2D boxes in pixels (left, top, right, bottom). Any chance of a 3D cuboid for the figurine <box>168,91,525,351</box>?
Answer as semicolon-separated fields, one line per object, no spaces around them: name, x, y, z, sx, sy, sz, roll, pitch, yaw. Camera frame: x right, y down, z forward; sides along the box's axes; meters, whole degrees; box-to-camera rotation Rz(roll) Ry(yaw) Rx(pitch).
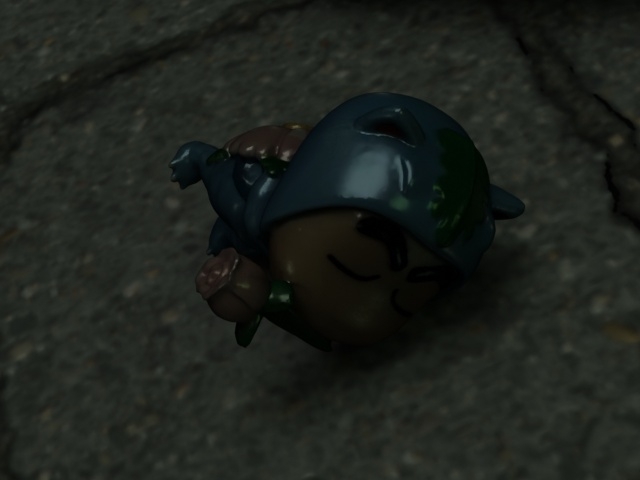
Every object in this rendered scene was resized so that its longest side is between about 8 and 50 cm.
figurine;-0.004;0.000;0.874;0.178;0.114;0.144;4;53;45
